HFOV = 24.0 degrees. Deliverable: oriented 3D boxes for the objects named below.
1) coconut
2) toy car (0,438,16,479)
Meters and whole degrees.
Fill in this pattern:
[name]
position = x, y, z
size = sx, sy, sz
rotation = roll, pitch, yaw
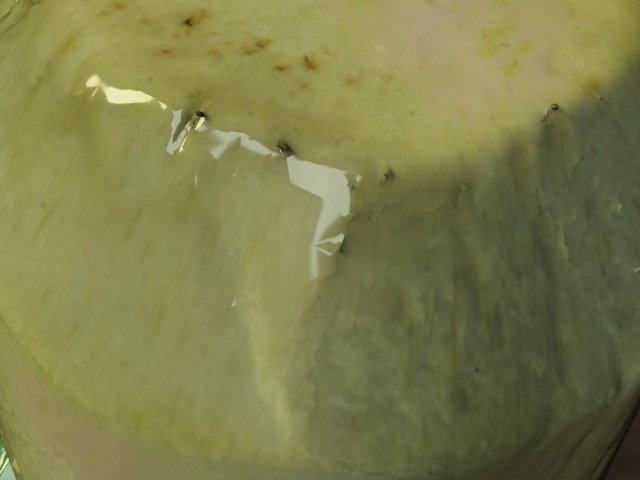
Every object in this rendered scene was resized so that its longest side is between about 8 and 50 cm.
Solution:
[coconut]
position = 0.000, 0.003, 0.440
size = 0.241, 0.241, 0.241
rotation = -1, 86, 12
[toy car]
position = -0.180, 0.102, 0.529
size = 0.321, 0.097, 0.141
rotation = 19, 91, 13
